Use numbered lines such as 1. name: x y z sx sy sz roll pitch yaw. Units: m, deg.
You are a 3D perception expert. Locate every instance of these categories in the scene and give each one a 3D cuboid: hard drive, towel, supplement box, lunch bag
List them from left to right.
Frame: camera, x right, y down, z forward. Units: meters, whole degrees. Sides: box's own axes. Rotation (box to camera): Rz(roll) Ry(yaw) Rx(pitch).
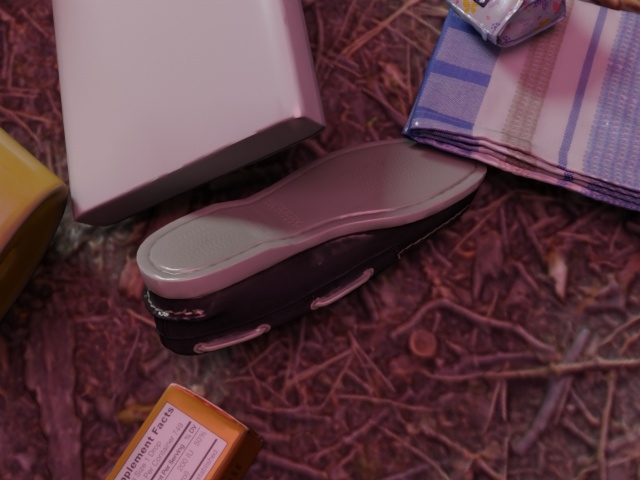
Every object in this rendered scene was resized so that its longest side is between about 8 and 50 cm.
1. supplement box: -0.140 0.227 0.696 0.080 0.078 0.233 33 77 16
2. hard drive: -0.129 -0.213 0.764 0.233 0.047 0.352 -21 69 28
3. lunch bag: 0.158 -0.207 0.779 0.083 0.053 0.071 -29 56 -13
4. towel: 0.231 -0.127 0.777 0.285 0.034 0.209 17 61 9

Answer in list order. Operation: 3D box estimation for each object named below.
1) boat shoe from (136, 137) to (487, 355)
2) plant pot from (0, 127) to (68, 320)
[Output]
1. boat shoe: 0.000 0.000 0.745 0.303 0.091 0.114 -18 39 -18
2. plant pot: -0.344 -0.034 0.715 0.239 0.254 0.254 30 77 -5
